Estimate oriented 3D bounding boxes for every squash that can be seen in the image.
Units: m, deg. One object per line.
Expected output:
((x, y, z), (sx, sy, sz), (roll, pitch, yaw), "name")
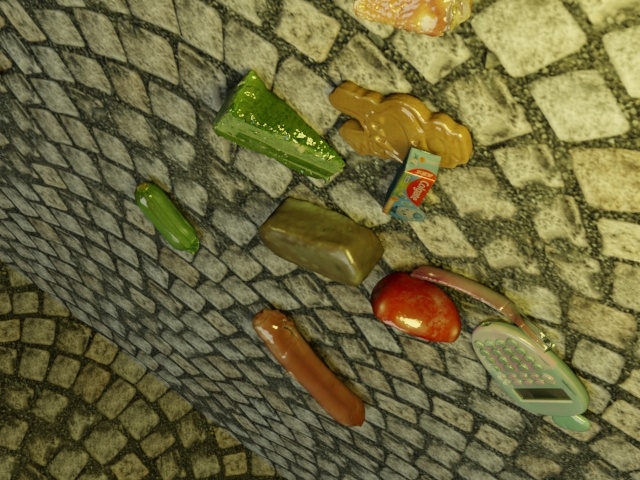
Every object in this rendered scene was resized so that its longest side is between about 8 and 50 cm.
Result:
((-0.358, -0.051, 1.983), (0.077, 0.068, 0.219), (-4, 133, 45), "squash")

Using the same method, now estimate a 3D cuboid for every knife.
((0.289, 0.108, 1.502), (0.278, 0.053, 0.123), (30, -177, 21), "knife")

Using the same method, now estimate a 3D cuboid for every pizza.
((0.069, -0.365, 0.985), (0.161, 0.086, 0.305), (-27, 117, 36), "pizza")

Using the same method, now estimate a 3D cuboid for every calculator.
((0.402, 0.257, 1.603), (0.299, 0.041, 0.185), (46, 151, -16), "calculator")

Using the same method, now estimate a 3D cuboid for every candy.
((0.000, 0.000, 1.611), (0.234, 0.104, 0.102), (18, 142, 31), "candy")

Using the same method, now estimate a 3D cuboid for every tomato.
((0.184, 0.113, 1.578), (0.174, 0.166, 0.082), (19, 108, -2), "tomato")

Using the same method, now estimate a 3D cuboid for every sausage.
((-0.026, 0.327, 2.155), (0.094, 0.094, 0.419), (-21, 120, 33), "sausage")

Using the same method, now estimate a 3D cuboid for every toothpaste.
((0.149, -0.082, 1.331), (0.070, 0.044, 0.193), (17, 163, -1), "toothpaste")

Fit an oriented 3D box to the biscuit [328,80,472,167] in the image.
((0.120, -0.166, 1.294), (0.236, 0.040, 0.144), (21, 154, 32), "biscuit")

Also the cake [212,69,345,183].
((-0.060, -0.193, 1.461), (0.235, 0.099, 0.100), (24, 157, -22), "cake")
